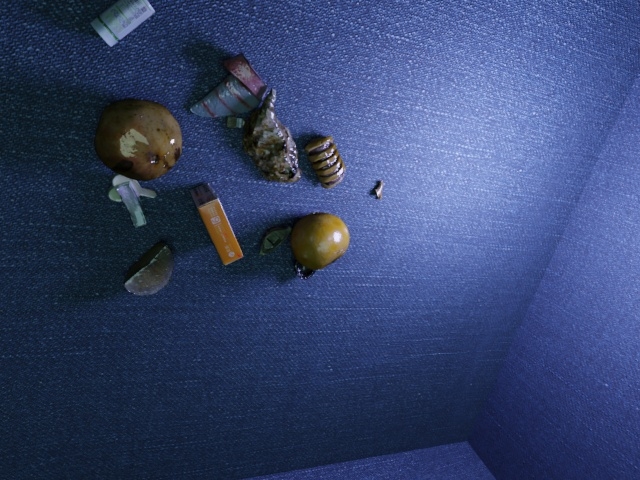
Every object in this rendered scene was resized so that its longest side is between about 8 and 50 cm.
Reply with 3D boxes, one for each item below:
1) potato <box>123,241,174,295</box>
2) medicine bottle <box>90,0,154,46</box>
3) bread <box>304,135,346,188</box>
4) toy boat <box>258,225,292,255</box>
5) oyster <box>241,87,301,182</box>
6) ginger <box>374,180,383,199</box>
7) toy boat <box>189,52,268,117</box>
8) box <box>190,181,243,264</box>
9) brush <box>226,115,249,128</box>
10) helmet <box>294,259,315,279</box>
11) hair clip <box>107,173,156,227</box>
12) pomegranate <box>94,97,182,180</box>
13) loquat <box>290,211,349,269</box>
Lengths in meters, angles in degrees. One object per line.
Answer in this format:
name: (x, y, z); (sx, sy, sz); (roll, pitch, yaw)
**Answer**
potato: (-0.677, 0.121, 1.707); (0.243, 0.098, 0.138); (-44, 126, -4)
medicine bottle: (-0.624, -0.707, 1.324); (0.183, 0.086, 0.086); (-38, 122, -1)
bread: (0.028, -0.333, 1.773); (0.134, 0.081, 0.225); (-33, 122, -5)
toy boat: (-0.206, -0.007, 1.846); (0.185, 0.071, 0.089); (-41, 121, 2)
oyster: (-0.203, -0.377, 1.643); (0.204, 0.111, 0.396); (-24, 128, -4)
ginger: (0.270, -0.232, 1.950); (0.048, 0.030, 0.097); (-26, 129, -41)
toy boat: (-0.341, -0.530, 1.536); (0.282, 0.096, 0.206); (-35, 135, 9)
box: (-0.412, -0.066, 1.650); (0.091, 0.221, 0.274); (-24, 123, -13)
brush: (-0.282, -0.455, 1.629); (0.169, 0.014, 0.043); (-1, 116, -23)
helmet: (-0.081, 0.120, 1.959); (0.098, 0.070, 0.123); (-30, 115, -13)
hair clip: (-0.703, -0.161, 1.573); (0.159, 0.071, 0.219); (-22, 127, -14)
pomegranate: (-0.610, -0.342, 1.413); (0.281, 0.281, 0.281); (-9, 118, -18)
loquat: (0.000, 0.000, 1.824); (0.262, 0.263, 0.263); (-9, 118, -18)
